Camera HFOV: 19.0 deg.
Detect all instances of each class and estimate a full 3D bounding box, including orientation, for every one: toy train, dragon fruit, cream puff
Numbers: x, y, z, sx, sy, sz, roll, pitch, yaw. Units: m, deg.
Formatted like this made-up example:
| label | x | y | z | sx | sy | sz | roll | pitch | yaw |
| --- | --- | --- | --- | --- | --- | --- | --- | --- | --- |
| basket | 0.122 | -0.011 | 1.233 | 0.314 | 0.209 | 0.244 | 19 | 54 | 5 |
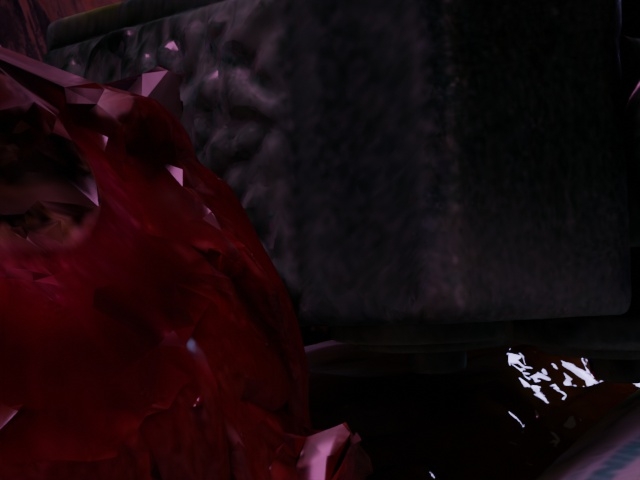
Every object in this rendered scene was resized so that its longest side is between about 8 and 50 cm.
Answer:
| label | x | y | z | sx | sy | sz | roll | pitch | yaw |
| --- | --- | --- | --- | --- | --- | --- | --- | --- | --- |
| toy train | 0.029 | -0.025 | 0.737 | 0.238 | 0.166 | 0.299 | -1 | -2 | -35 |
| dragon fruit | -0.142 | 0.083 | 0.554 | 0.301 | 0.295 | 0.295 | -48 | -9 | 36 |
| cream puff | 0.037 | 0.124 | 0.862 | 0.241 | 0.154 | 0.269 | -19 | 9 | -28 |

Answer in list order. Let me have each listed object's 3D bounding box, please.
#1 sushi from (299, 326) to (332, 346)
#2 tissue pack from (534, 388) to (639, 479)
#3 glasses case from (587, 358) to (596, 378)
| label | x | y | z | sx | sy | sz | roll | pitch | yaw |
| --- | --- | --- | --- | --- | --- | --- | --- | --- | --- |
| sushi | 0.000 | 0.000 | 1.362 | 0.208 | 0.234 | 0.348 | -14 | 17 | 20 |
| tissue pack | 0.215 | 0.131 | 0.529 | 0.388 | 0.162 | 0.287 | -10 | 12 | 37 |
| glasses case | 0.214 | 0.061 | 1.100 | 0.327 | 0.076 | 0.125 | -9 | 16 | 39 |
